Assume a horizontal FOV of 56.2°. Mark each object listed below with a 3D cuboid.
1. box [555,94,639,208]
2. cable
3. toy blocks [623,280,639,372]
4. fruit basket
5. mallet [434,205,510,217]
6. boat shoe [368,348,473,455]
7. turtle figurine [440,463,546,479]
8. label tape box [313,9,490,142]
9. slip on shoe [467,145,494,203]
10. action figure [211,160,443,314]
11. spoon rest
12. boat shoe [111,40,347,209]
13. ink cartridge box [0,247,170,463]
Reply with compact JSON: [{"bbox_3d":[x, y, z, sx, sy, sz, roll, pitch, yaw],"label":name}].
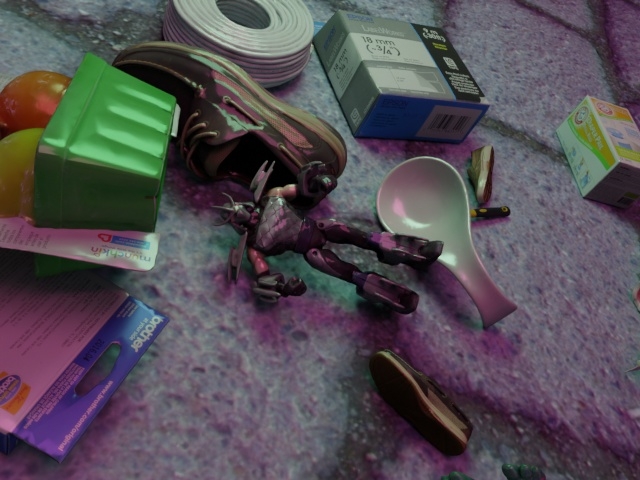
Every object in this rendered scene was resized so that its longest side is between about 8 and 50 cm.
[{"bbox_3d":[0.577,-0.181,1.212,0.114,0.103,0.203,13,49,-17],"label":"box"},{"bbox_3d":[-0.136,-0.366,1.026,0.257,0.089,0.257,24,47,-7],"label":"cable"},{"bbox_3d":[0.630,0.131,0.857,0.260,0.288,0.309,0,55,-34],"label":"toy blocks"},{"bbox_3d":[-0.335,-0.089,0.622,0.353,0.165,0.327,3,37,-11],"label":"fruit basket"},{"bbox_3d":[0.251,-0.037,0.985,0.189,0.039,0.062,2,53,-30],"label":"mallet"},{"bbox_3d":[0.121,0.189,0.724,0.152,0.056,0.049,49,43,5],"label":"boat shoe"},{"bbox_3d":[0.173,0.345,0.580,0.175,0.118,0.234,-9,43,19],"label":"turtle figurine"},{"bbox_3d":[0.132,-0.341,1.126,0.240,0.106,0.334,-2,54,-28],"label":"label tape box"},{"bbox_3d":[0.281,-0.117,1.061,0.041,0.051,0.135,-2,51,25],"label":"slip on shoe"},{"bbox_3d":[0.000,0.000,0.758,0.285,0.099,0.185,19,88,-11],"label":"action figure"},{"bbox_3d":[0.184,-0.006,0.873,0.276,0.137,0.084,58,9,20],"label":"spoon rest"},{"bbox_3d":[-0.132,-0.155,0.828,0.355,0.132,0.130,23,46,-5],"label":"boat shoe"},{"bbox_3d":[-0.331,0.074,0.587,0.311,0.065,0.186,28,44,1],"label":"ink cartridge box"}]
